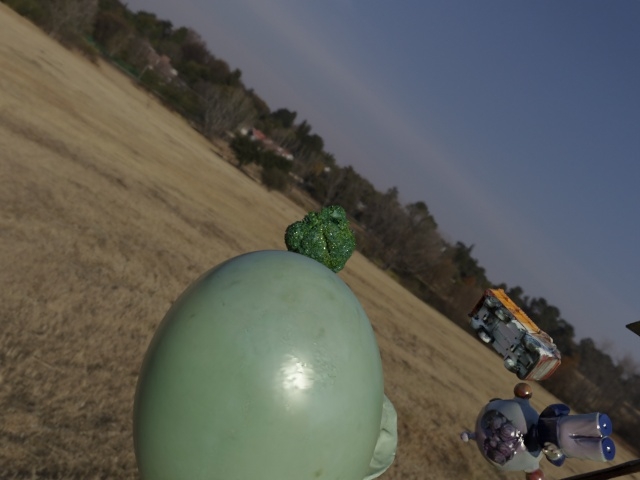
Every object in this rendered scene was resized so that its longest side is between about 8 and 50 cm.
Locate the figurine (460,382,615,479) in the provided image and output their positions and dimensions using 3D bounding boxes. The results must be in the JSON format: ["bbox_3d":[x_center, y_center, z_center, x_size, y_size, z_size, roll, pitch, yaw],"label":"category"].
[{"bbox_3d":[0.430,0.399,1.139,0.133,0.193,0.274,9,3,-40],"label":"figurine"}]

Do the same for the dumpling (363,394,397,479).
[{"bbox_3d":[0.063,0.301,0.981,0.108,0.153,0.219,89,-7,-49],"label":"dumpling"}]

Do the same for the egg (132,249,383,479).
[{"bbox_3d":[-0.070,0.193,0.655,0.276,0.388,0.276,9,23,-4],"label":"egg"}]

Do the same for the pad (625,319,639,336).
[{"bbox_3d":[0.695,0.217,1.036,0.243,0.004,0.163,37,-13,13],"label":"pad"}]

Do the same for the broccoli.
[{"bbox_3d":[0.000,0.000,1.457,0.195,0.195,0.156,34,35,-28],"label":"broccoli"}]

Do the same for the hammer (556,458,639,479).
[{"bbox_3d":[0.429,0.352,0.853,0.021,0.178,0.065,13,53,-48],"label":"hammer"}]

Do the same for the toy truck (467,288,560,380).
[{"bbox_3d":[0.497,0.242,1.495,0.135,0.114,0.270,12,29,-33],"label":"toy truck"}]
